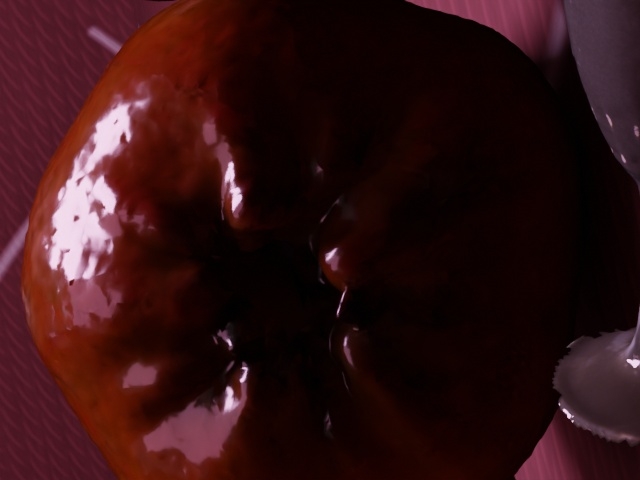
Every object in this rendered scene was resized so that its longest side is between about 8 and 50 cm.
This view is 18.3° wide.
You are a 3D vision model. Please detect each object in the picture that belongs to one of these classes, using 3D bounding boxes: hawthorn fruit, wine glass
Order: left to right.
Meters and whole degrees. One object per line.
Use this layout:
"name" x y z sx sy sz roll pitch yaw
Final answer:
"hawthorn fruit" 0.000 0.000 0.796 0.261 0.224 0.224 -78 -20 -77
"wine glass" 0.094 -0.040 0.556 0.066 0.066 0.198 -113 15 -57
